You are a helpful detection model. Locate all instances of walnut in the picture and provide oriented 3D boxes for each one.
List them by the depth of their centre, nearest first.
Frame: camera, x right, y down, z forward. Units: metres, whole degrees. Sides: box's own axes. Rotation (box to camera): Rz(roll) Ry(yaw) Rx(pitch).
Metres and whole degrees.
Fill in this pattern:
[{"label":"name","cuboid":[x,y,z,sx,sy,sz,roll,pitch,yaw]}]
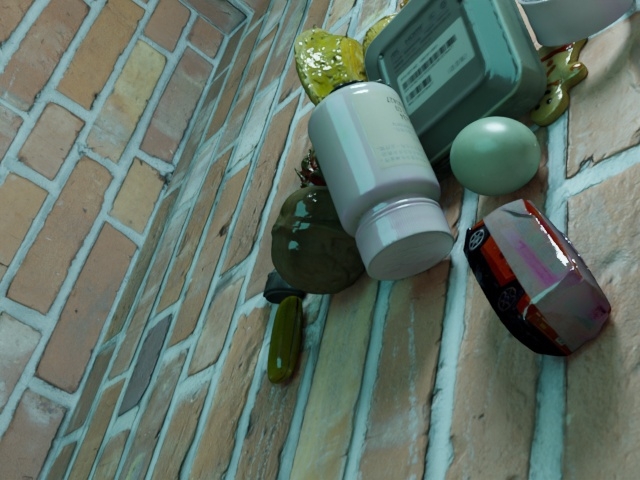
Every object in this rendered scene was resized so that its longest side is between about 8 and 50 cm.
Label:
[{"label":"walnut","cuboid":[-0.001,0.000,1.851,0.248,0.248,0.248,-42,28,28]}]

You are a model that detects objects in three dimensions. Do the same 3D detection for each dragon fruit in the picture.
[{"label":"dragon fruit","cuboid":[0.024,-0.170,2.099,0.182,0.182,0.189,-152,54,-66]}]

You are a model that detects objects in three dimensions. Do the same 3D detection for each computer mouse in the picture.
[{"label":"computer mouse","cuboid":[-0.096,0.098,2.103,0.231,0.071,0.126,0,59,62]}]

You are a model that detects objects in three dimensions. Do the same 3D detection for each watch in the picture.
[{"label":"watch","cuboid":[0.507,-0.511,1.595,0.244,0.196,0.231,-29,24,12]}]

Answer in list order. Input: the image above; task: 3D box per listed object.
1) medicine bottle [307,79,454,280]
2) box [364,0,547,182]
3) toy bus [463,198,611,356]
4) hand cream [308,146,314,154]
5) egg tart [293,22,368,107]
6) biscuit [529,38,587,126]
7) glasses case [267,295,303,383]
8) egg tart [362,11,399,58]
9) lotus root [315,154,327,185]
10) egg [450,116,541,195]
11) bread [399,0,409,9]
[{"label":"medicine bottle","cuboid":[0.120,-0.125,1.659,0.213,0.213,0.379,-39,55,33]},{"label":"box","cuboid":[0.270,-0.372,1.760,0.396,0.111,0.397,-41,53,42]},{"label":"toy bus","cuboid":[0.338,0.051,1.295,0.147,0.127,0.303,-42,26,18]},{"label":"hand cream","cuboid":[0.031,-0.304,2.366,0.203,0.084,0.084,-42,27,39]},{"label":"egg tart","cuboid":[0.065,-0.442,2.201,0.132,0.341,0.341,-27,36,31]},{"label":"biscuit","cuboid":[0.469,-0.326,1.634,0.153,0.030,0.234,-24,39,53]},{"label":"glasses case","cuboid":[-0.083,0.231,1.926,0.079,0.064,0.234,-45,26,39]},{"label":"egg tart","cuboid":[0.219,-0.474,2.105,0.202,0.202,0.147,-45,39,24]},{"label":"lotus root","cuboid":[0.109,-0.167,1.896,0.119,0.234,0.138,136,129,-62]},{"label":"egg","cuboid":[0.329,-0.158,1.535,0.149,0.149,0.192,-61,23,-11]},{"label":"bread","cuboid":[0.336,-0.596,1.997,0.246,0.135,0.232,7,58,25]}]
